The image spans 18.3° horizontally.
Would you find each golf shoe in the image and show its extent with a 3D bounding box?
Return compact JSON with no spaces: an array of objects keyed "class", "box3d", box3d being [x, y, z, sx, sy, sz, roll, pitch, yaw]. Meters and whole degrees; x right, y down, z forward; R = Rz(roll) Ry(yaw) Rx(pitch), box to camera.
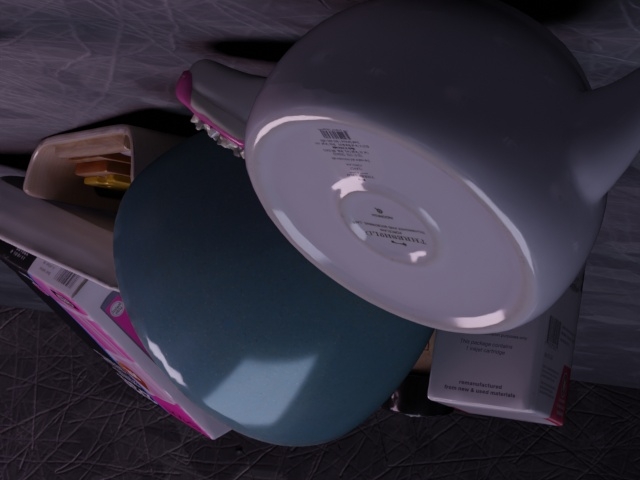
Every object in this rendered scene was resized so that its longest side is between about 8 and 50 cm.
[{"class":"golf shoe","box3d":[0.041,-0.087,1.486,0.306,0.140,0.115,24,-175,14]}]

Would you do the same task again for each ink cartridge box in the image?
[{"class":"ink cartridge box","box3d":[0.176,0.039,1.788,0.100,0.237,0.172,7,173,17]},{"class":"ink cartridge box","box3d":[-0.205,0.120,2.247,0.176,0.069,0.371,25,163,48]}]

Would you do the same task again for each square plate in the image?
[{"class":"square plate","box3d":[-0.189,-0.004,2.112,0.344,0.049,0.347,6,-167,-45]}]

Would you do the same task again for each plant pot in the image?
[{"class":"plant pot","box3d":[0.000,0.000,1.660,0.290,0.290,0.195,12,145,-35]}]

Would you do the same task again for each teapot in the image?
[{"class":"teapot","box3d":[0.083,-0.075,1.295,0.256,0.187,0.252,32,152,2]}]

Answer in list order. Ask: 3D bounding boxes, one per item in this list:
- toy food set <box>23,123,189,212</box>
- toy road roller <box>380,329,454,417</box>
[{"class":"toy food set","box3d":[-0.138,-0.042,1.925,0.220,0.092,0.306,10,174,-27]},{"class":"toy road roller","box3d":[0.048,0.083,2.352,0.329,0.202,0.240,7,-172,15]}]
